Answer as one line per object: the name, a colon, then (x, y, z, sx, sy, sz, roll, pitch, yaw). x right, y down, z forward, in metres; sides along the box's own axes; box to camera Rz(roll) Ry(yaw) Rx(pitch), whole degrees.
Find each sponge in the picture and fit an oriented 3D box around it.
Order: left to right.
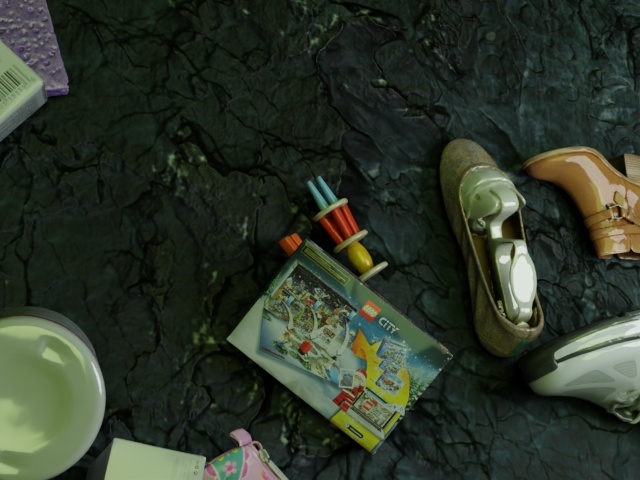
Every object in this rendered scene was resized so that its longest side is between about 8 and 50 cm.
sponge: (-0.403, -0.276, 1.481, 0.117, 0.031, 0.210, -13, 78, -20)

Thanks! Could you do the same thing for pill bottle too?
pill bottle: (-0.309, 0.151, 1.214, 0.160, 0.283, 0.161, 0, 90, -13)

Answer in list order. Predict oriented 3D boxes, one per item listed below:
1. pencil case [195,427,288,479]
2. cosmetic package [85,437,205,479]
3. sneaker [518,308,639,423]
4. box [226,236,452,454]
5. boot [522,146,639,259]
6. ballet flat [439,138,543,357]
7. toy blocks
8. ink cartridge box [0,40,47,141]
pencil case: (-0.037, 0.350, 1.301, 0.124, 0.124, 0.284, -34, 69, -24)
cosmetic package: (-0.197, 0.264, 1.251, 0.098, 0.239, 0.061, 13, 69, -14)
sneaker: (0.484, 0.224, 1.522, 0.447, 0.169, 0.258, -3, 71, -21)
box: (0.024, 0.129, 1.438, 0.233, 0.044, 0.159, 39, 93, -3)
boot: (0.382, -0.049, 1.637, 0.197, 0.073, 0.153, 3, 75, -14)
ballet flat: (0.240, -0.005, 1.555, 0.107, 0.106, 0.316, -8, 74, -20)
toy blocks: (0.000, 0.000, 1.505, 0.123, 0.054, 0.148, -30, 83, -25)
ink cartridge box: (-0.509, -0.169, 1.380, 0.239, 0.060, 0.275, 43, 72, 5)
